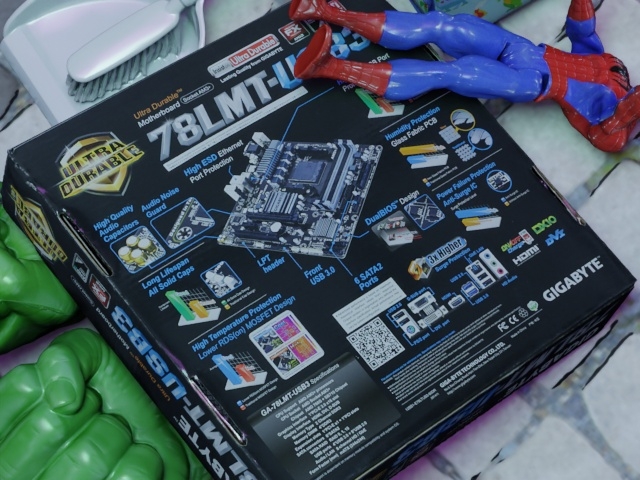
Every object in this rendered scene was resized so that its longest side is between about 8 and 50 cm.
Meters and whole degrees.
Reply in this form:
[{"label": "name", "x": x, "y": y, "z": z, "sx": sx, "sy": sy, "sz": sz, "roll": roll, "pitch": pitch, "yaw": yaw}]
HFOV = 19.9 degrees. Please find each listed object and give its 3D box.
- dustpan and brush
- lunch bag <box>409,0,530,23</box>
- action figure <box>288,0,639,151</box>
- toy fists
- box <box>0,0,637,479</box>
[{"label": "dustpan and brush", "x": -0.111, "y": -0.153, "z": 1.267, "sx": 0.211, "sy": 0.060, "sz": 0.147, "roll": -34, "pitch": 75, "yaw": -3}, {"label": "lunch bag", "x": 0.097, "y": -0.231, "z": 1.254, "sx": 0.129, "sy": 0.096, "sz": 0.151, "roll": -29, "pitch": 60, "yaw": 1}, {"label": "action figure", "x": 0.136, "y": -0.133, "z": 1.161, "sx": 0.280, "sy": 0.139, "sz": 0.091, "roll": 13, "pitch": 51, "yaw": -23}, {"label": "toy fists", "x": -0.179, "y": 0.069, "z": 1.161, "sx": 0.096, "sy": 0.142, "sz": 0.279, "roll": -42, "pitch": 73, "yaw": 32}, {"label": "box", "x": 0.000, "y": 0.000, "z": 1.156, "sx": 0.295, "sy": 0.073, "sz": 0.293, "roll": -32, "pitch": 71, "yaw": -29}]
